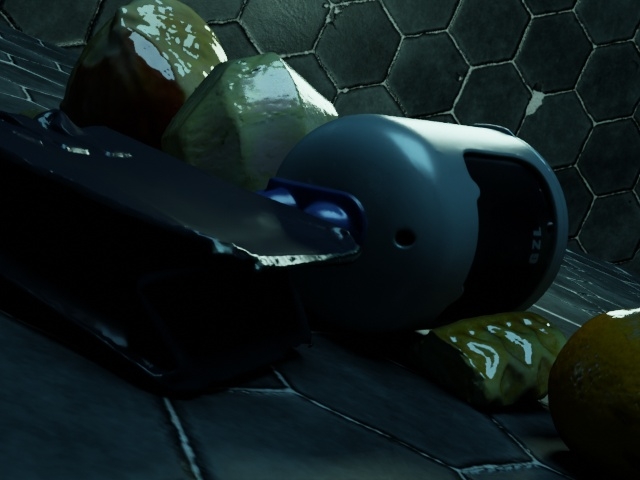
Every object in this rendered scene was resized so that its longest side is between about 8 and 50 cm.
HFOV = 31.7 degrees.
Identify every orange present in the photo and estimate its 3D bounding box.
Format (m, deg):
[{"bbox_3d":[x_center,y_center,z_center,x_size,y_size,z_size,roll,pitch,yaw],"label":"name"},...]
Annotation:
[{"bbox_3d":[0.323,0.143,1.052,0.224,0.170,0.224,12,7,-1],"label":"orange"}]

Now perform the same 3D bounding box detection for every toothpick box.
[{"bbox_3d":[0.082,-0.018,1.223,0.263,0.262,0.355,29,16,32],"label":"toothpick box"}]

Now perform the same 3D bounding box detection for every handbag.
[{"bbox_3d":[-0.160,-0.009,0.921,0.329,0.121,0.303,26,10,17],"label":"handbag"}]

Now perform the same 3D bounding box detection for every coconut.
[{"bbox_3d":[-0.080,-0.119,1.417,0.237,0.237,0.197,15,34,-44],"label":"coconut"}]

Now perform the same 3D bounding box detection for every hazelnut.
[{"bbox_3d":[-0.252,-0.236,1.635,0.261,0.261,0.241,32,-19,45],"label":"hazelnut"}]

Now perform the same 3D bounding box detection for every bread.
[{"bbox_3d":[0.190,0.120,1.195,0.128,0.087,0.232,20,10,38],"label":"bread"}]

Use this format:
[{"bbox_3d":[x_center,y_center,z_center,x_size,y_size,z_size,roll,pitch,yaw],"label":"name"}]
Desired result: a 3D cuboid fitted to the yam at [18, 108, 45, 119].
[{"bbox_3d":[-0.266,-0.082,1.301,0.274,0.061,0.061,31,11,36],"label":"yam"}]
